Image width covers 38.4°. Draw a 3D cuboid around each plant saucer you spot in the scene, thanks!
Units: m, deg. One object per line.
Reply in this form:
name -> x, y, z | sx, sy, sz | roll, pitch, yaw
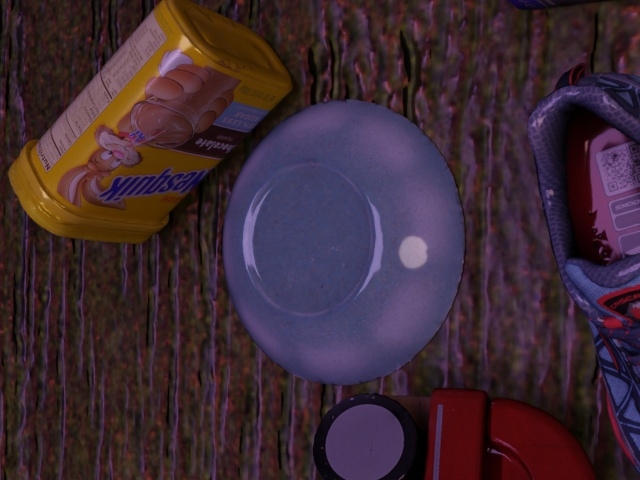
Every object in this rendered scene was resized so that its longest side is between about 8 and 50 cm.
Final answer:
plant saucer -> 0.000, 0.000, 0.609 | 0.194, 0.037, 0.195 | -2, 86, 32

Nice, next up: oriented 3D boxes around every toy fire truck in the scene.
toy fire truck -> 0.113, 0.180, 0.437 | 0.246, 0.158, 0.217 | -2, 58, 18

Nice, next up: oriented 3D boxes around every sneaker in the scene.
sneaker -> 0.160, 0.037, 0.450 | 0.104, 0.125, 0.262 | -27, 73, 30

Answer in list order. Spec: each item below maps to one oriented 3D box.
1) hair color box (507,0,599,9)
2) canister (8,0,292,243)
hair color box -> 0.120, -0.309, 0.460 | 0.110, 0.185, 0.339 | 0, 87, 33
canister -> -0.114, -0.079, 0.636 | 0.170, 0.126, 0.073 | -42, 66, 22
